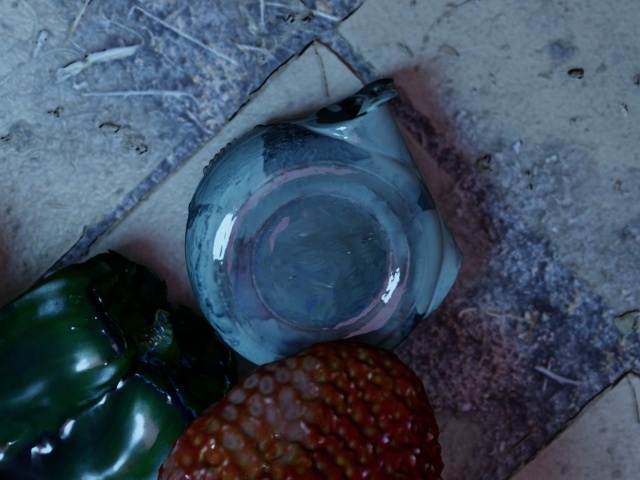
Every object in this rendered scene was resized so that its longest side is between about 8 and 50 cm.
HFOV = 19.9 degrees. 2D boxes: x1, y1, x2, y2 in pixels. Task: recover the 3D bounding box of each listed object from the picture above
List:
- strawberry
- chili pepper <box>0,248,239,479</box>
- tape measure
[{"bbox_3d":[-0.004,0.261,1.716,0.312,0.267,0.351,28,76,-31],"label":"strawberry"},{"bbox_3d":[-0.227,0.160,1.822,0.257,0.233,0.248,-37,89,13],"label":"chili pepper"},{"bbox_3d":[0.000,0.000,1.827,0.275,0.147,0.256,-27,108,0],"label":"tape measure"}]
